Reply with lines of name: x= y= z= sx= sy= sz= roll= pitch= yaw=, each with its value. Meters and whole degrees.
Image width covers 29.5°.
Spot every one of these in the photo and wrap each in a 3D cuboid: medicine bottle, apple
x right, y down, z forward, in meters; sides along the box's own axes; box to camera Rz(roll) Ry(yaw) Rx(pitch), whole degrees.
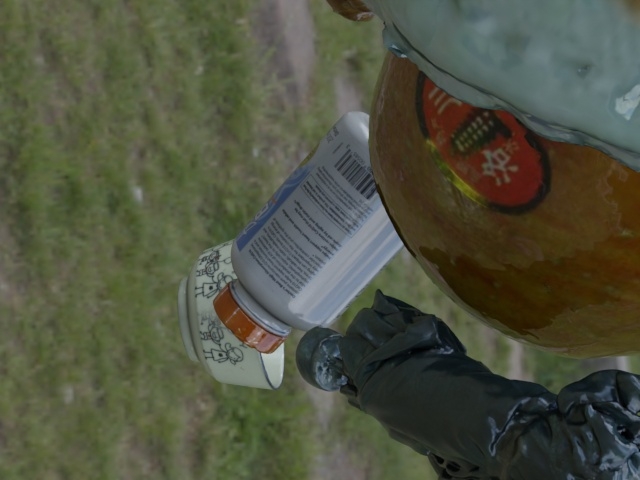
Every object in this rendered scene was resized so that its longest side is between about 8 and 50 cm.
medicine bottle: x=0.000 y=0.000 z=1.429 sx=0.157 sy=0.289 sz=0.157 roll=39 pitch=14 yaw=-12
apple: x=0.233 y=-0.101 z=0.908 sx=0.400 sy=0.333 sz=0.400 roll=-49 pitch=167 yaw=-16

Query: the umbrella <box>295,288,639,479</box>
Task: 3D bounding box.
umbrella: x=0.103 y=0.122 z=0.858 sx=0.094 sy=0.349 sz=0.143 roll=3 pitch=98 yaw=-36

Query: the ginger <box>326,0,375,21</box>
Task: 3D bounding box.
ginger: x=0.017 y=-0.291 z=1.202 sx=0.162 sy=0.073 sz=0.103 roll=63 pitch=-7 yaw=-11

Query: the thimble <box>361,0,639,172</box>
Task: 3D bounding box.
thimble: x=0.144 y=-0.148 z=0.470 sx=0.254 sy=0.288 sz=0.167 roll=-80 pitch=-174 yaw=-49

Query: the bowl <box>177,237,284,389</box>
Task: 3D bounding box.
bowl: x=-0.132 y=0.109 z=1.780 sx=0.238 sy=0.126 sz=0.238 roll=-9 pitch=90 yaw=-83
